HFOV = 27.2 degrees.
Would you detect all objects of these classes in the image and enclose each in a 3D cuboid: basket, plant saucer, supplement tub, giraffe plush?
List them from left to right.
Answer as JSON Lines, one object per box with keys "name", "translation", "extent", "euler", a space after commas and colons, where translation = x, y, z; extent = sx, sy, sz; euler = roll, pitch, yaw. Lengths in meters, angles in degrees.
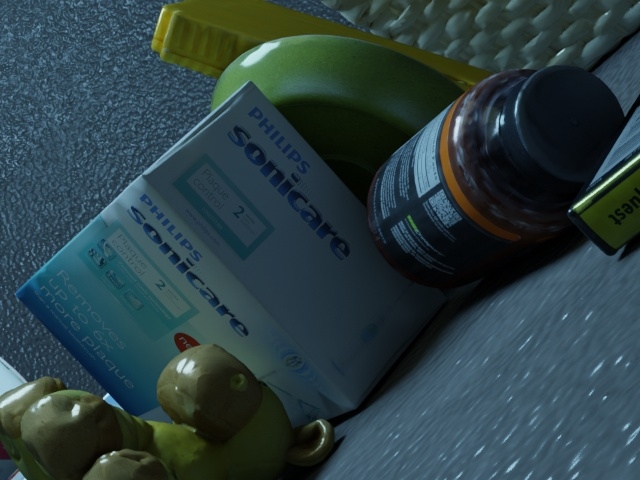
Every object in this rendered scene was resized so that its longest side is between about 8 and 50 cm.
{"name": "giraffe plush", "translation": [-0.087, 0.144, 0.856], "extent": [0.170, 0.181, 0.210], "euler": [-36, -36, -25]}
{"name": "plant saucer", "translation": [0.024, -0.052, 0.993], "extent": [0.241, 0.241, 0.037], "euler": [-42, 20, 52]}
{"name": "supplement tub", "translation": [0.109, -0.040, 0.817], "extent": [0.106, 0.106, 0.198], "euler": [-47, 4, -24]}
{"name": "basket", "translation": [0.180, -0.349, 1.315], "extent": [0.331, 0.328, 0.266], "euler": [-41, 29, 43]}

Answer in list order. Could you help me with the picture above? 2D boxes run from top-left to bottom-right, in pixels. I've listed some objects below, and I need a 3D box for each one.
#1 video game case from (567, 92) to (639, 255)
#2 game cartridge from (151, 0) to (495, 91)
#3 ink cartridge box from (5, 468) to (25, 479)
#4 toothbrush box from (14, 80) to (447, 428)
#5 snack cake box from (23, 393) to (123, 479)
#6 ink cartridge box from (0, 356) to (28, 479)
{"name": "video game case", "translation": [0.257, -0.130, 0.671], "extent": [0.248, 0.035, 0.275], "euler": [-44, 3, 40]}
{"name": "game cartridge", "translation": [0.040, -0.136, 1.114], "extent": [0.285, 0.324, 0.052], "euler": [-54, -19, -74]}
{"name": "ink cartridge box", "translation": [-0.444, 0.448, 1.618], "extent": [0.272, 0.130, 0.309], "euler": [-45, 3, 34]}
{"name": "toothbrush box", "translation": [-0.080, 0.043, 1.014], "extent": [0.126, 0.216, 0.295], "euler": [-47, 9, -34]}
{"name": "snack cake box", "translation": [-0.259, 0.283, 1.364], "extent": [0.264, 0.089, 0.152], "euler": [-47, -13, -23]}
{"name": "ink cartridge box", "translation": [-0.452, 0.334, 1.883], "extent": [0.226, 0.131, 0.306], "euler": [-46, -34, -15]}
